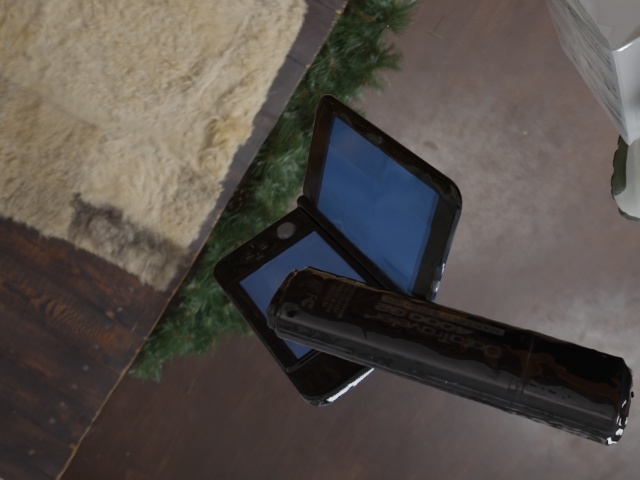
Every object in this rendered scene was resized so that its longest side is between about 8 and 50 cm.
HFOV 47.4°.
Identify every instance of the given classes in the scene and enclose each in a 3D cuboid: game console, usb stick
[{"bbox_3d":[0.000,0.000,0.874,0.250,0.293,0.173,-34,134,-11],"label":"game console"},{"bbox_3d":[0.095,0.082,0.559,0.277,0.077,0.045,16,131,16],"label":"usb stick"}]

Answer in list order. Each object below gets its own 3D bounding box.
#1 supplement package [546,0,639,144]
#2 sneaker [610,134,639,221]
[{"bbox_3d":[0.315,-0.225,0.642,0.194,0.203,0.149,-31,64,16],"label":"supplement package"},{"bbox_3d":[0.474,-0.202,0.837,0.158,0.182,0.411,-13,113,-34],"label":"sneaker"}]
